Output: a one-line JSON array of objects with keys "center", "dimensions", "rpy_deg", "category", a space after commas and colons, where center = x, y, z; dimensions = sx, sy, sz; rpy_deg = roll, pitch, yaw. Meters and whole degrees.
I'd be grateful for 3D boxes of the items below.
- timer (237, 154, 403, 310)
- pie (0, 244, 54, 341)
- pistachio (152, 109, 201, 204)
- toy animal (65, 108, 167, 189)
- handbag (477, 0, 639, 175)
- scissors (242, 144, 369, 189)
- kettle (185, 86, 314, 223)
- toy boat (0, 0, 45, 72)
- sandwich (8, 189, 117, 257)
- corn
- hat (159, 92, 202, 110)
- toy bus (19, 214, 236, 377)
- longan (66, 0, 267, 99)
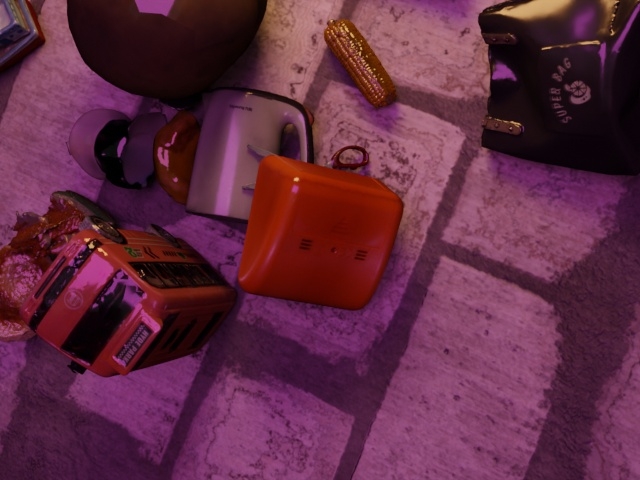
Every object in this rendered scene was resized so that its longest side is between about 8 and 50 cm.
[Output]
[{"center": [0.000, 0.000, 1.480], "dimensions": [0.257, 0.161, 0.250], "rpy_deg": [11, 104, -21], "category": "timer"}, {"center": [-0.635, 0.108, 1.710], "dimensions": [0.205, 0.084, 0.179], "rpy_deg": [-43, 77, 5], "category": "pie"}, {"center": [-0.284, -0.164, 1.624], "dimensions": [0.100, 0.110, 0.189], "rpy_deg": [-6, 100, -12], "category": "pistachio"}, {"center": [-0.415, -0.199, 1.656], "dimensions": [0.179, 0.138, 0.166], "rpy_deg": [18, 71, 23], "category": "toy animal"}, {"center": [0.414, -0.278, 1.399], "dimensions": [0.287, 0.152, 0.343], "rpy_deg": [4, 113, 26], "category": "handbag"}, {"center": [-0.025, -0.121, 1.526], "dimensions": [0.247, 0.017, 0.144], "rpy_deg": [7, 87, -23], "category": "scissors"}, {"center": [-0.130, -0.158, 1.565], "dimensions": [0.240, 0.165, 0.255], "rpy_deg": [9, 85, 4], "category": "kettle"}, {"center": [-0.769, -0.416, 1.756], "dimensions": [0.331, 0.133, 0.145], "rpy_deg": [-26, 81, 12], "category": "toy boat"}, {"center": [-0.516, -0.020, 1.653], "dimensions": [0.184, 0.160, 0.109], "rpy_deg": [24, 111, 23], "category": "sandwich"}, {"center": [0.076, -0.344, 1.565], "dimensions": [0.068, 0.068, 0.207], "rpy_deg": [-36, 78, 10], "category": "corn"}, {"center": [-0.283, -0.295, 1.658], "dimensions": [0.121, 0.050, 0.121], "rpy_deg": [0, 44, 0], "category": "hat"}, {"center": [-0.324, 0.109, 1.455], "dimensions": [0.233, 0.427, 0.203], "rpy_deg": [39, 96, 11], "category": "toy bus"}, {"center": [-0.279, -0.438, 1.503], "dimensions": [0.404, 0.404, 0.336], "rpy_deg": [-2, 120, 14], "category": "longan"}]
